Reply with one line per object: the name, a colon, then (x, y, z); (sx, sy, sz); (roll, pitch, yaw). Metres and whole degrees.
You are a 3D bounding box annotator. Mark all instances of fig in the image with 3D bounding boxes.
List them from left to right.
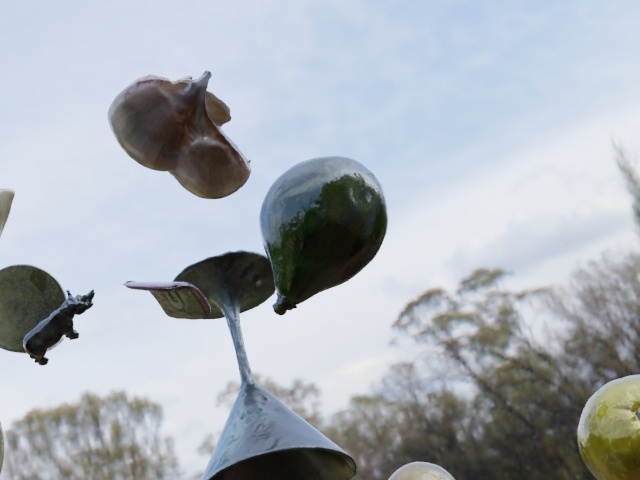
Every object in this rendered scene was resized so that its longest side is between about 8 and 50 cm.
fig: (0.000, 0.000, 1.497); (0.195, 0.245, 0.195); (12, -27, 6)

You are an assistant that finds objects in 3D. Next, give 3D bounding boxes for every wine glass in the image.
wine glass: (-0.124, 0.233, 1.706); (0.267, 0.406, 0.267); (-13, -34, -9)

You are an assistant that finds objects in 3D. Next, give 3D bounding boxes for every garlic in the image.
garlic: (-0.424, -0.027, 1.316); (0.053, 0.083, 0.041); (-3, -24, 26)
garlic: (-0.149, -0.120, 1.154); (0.124, 0.174, 0.099); (-52, 15, -9)

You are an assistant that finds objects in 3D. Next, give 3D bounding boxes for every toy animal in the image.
toy animal: (-0.386, 0.122, 1.525); (0.136, 0.047, 0.065); (-43, -23, -13)

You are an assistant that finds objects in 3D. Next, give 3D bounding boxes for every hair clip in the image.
hair clip: (-0.149, 0.055, 1.013); (0.054, 0.022, 0.137); (-1, -16, 12)

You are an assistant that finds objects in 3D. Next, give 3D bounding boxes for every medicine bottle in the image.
medicine bottle: (-0.535, 0.132, 1.875); (0.151, 0.151, 0.322); (-13, -4, -13)

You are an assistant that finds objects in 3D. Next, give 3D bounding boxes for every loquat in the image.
loquat: (0.195, 0.506, 1.929); (0.149, 0.172, 0.204); (-43, -11, 14)

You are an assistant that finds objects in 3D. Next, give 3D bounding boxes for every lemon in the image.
lemon: (0.438, 0.270, 1.398); (0.170, 0.170, 0.207); (-21, -31, 11)

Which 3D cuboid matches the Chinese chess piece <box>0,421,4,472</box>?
Chinese chess piece: (-0.555, 0.280, 1.375); (0.257, 0.257, 0.104); (2, -30, -48)
